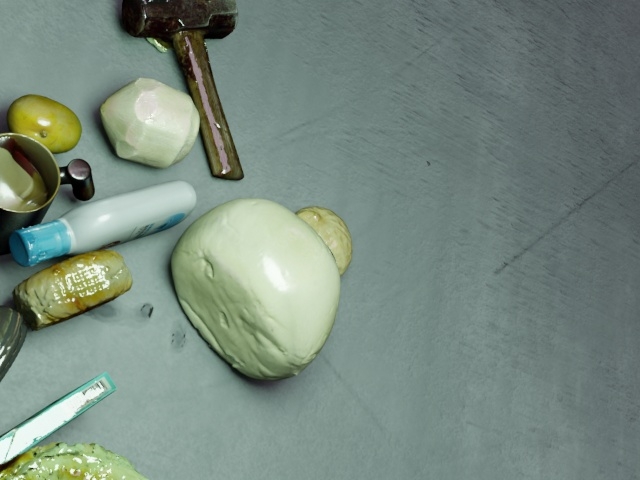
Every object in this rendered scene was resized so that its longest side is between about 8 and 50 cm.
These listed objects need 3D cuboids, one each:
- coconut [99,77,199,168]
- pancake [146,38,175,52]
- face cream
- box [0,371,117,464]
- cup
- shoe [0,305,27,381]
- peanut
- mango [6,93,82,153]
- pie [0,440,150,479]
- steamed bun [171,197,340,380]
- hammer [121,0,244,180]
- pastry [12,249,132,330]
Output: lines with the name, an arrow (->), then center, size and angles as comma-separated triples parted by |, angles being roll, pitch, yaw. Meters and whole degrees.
coconut -> -0.328, -0.227, 1.716 | 0.182, 0.171, 0.171 | 22, 60, -27
pancake -> -0.324, -0.449, 1.899 | 0.116, 0.022, 0.129 | 43, 49, -11
face cream -> -0.375, -0.028, 1.569 | 0.336, 0.163, 0.080 | -22, 86, -48
box -> -0.444, 0.293, 1.419 | 0.229, 0.162, 0.041 | -33, 90, -38
cup -> -0.506, -0.100, 1.533 | 0.239, 0.177, 0.166 | -40, 94, -38
shoe -> -0.628, 0.207, 1.328 | 0.237, 0.171, 0.384 | 44, 61, -16
peanut -> 0.000, 0.000, 1.869 | 0.159, 0.109, 0.141 | 42, 24, -25
mango -> -0.484, -0.205, 1.593 | 0.130, 0.194, 0.092 | 22, 94, -20
pie -> -0.433, 0.473, 1.257 | 0.418, 0.180, 0.395 | 7, 101, -29
steamed bun -> -0.093, 0.073, 1.657 | 0.233, 0.312, 0.334 | -39, 101, -36
hammer -> -0.247, -0.313, 1.849 | 0.242, 0.095, 0.409 | -14, 89, -42
pastry -> -0.416, 0.080, 1.522 | 0.192, 0.182, 0.093 | -24, 88, -26
